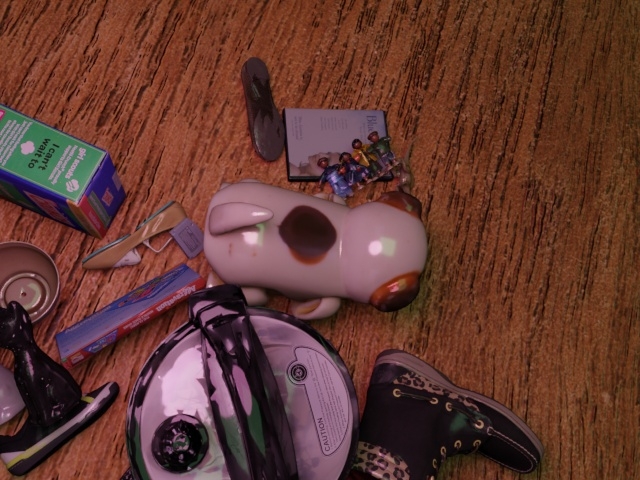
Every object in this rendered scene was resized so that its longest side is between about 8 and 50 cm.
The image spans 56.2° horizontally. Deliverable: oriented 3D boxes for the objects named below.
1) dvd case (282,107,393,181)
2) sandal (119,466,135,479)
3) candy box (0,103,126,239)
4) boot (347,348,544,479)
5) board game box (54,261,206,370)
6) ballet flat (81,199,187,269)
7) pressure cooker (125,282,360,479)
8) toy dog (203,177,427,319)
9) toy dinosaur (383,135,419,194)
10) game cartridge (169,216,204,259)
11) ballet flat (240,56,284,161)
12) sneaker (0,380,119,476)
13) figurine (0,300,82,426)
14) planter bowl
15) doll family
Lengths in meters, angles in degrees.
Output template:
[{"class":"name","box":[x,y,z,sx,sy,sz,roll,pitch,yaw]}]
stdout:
[{"class":"dvd case","box":[0.041,-0.223,1.405,0.252,0.022,0.180,-2,74,-14]},{"class":"sandal","box":[-0.375,0.485,1.088,0.067,0.040,0.179,44,55,-3]},{"class":"candy box","box":[-0.544,-0.136,1.114,0.317,0.268,0.122,22,73,-5]},{"class":"boot","box":[0.227,0.407,1.143,0.377,0.138,0.284,33,46,3]},{"class":"board game box","box":[-0.362,0.135,1.142,0.281,0.145,0.027,-32,113,-19]},{"class":"ballet flat","box":[-0.366,0.006,1.215,0.232,0.080,0.073,-37,98,-19]},{"class":"pressure cooker","box":[-0.130,0.305,0.991,0.369,0.420,0.376,32,68,-1]},{"class":"toy dog","box":[0.000,0.000,1.141,0.407,0.395,0.285,6,63,-2]},{"class":"toy dinosaur","box":[0.194,-0.160,1.399,0.092,0.053,0.183,9,76,-47]},{"class":"game cartridge","box":[-0.272,-0.006,1.244,0.056,0.083,0.017,-43,42,-19]},{"class":"ballet flat","box":[-0.140,-0.296,1.375,0.084,0.058,0.250,-7,80,-35]},{"class":"sneaker","box":[-0.481,0.319,1.086,0.234,0.084,0.097,-38,82,-21]},{"class":"figurine","box":[-0.537,0.204,1.018,0.092,0.214,0.210,-47,123,-58]},{"class":"planter bowl","box":[-0.564,0.094,1.123,0.162,0.109,0.162,3,73,-11]},{"class":"doll family","box":[0.078,-0.172,1.348,0.193,0.076,0.111,-34,89,-16]}]
